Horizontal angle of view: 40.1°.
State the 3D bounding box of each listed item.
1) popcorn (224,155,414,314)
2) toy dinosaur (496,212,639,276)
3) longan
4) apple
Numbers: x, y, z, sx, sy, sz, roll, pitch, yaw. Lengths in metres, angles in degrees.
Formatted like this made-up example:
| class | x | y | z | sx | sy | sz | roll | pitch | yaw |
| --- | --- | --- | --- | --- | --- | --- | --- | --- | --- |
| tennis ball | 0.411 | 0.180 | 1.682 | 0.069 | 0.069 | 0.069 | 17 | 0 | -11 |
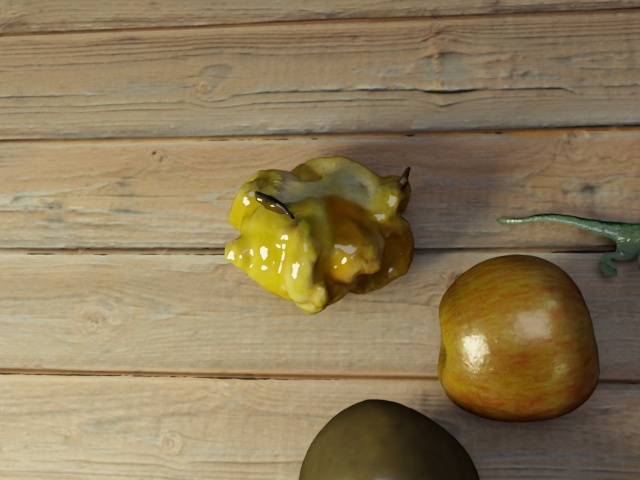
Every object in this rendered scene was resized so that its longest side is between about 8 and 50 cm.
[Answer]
| class | x | y | z | sx | sy | sz | roll | pitch | yaw |
| --- | --- | --- | --- | --- | --- | --- | --- | --- | --- |
| popcorn | 0.000 | 0.000 | 1.444 | 0.316 | 0.280 | 0.297 | 10 | 41 | -3 |
| toy dinosaur | 0.487 | 0.012 | 1.448 | 0.383 | 0.076 | 0.129 | 11 | 41 | 5 |
| longan | 0.099 | 0.377 | 1.276 | 0.298 | 0.297 | 0.297 | -3 | 71 | 7 |
| apple | 0.289 | 0.155 | 1.340 | 0.265 | 0.264 | 0.264 | -3 | 71 | 7 |
